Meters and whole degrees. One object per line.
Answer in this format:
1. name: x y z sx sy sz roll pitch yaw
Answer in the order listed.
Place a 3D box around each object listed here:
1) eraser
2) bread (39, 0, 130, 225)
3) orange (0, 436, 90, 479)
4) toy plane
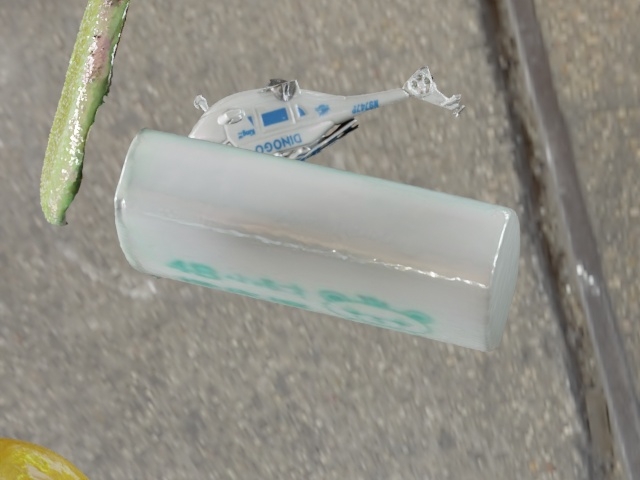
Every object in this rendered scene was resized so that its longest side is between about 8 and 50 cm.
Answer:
1. eraser: 0.000 0.000 1.411 0.290 0.189 0.104 13 71 11
2. bread: -0.194 -0.123 1.531 0.033 0.228 0.229 15 63 -10
3. orange: -0.311 0.293 1.637 0.279 0.279 0.235 -22 100 -1
4. toy plane: 0.001 -0.132 1.896 0.273 0.182 0.107 -18 88 13
